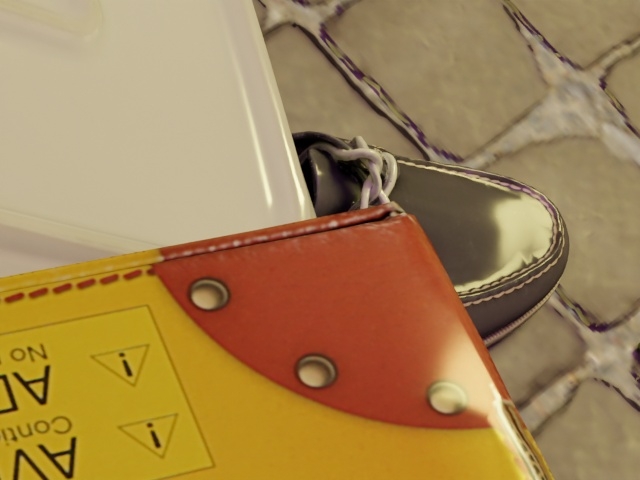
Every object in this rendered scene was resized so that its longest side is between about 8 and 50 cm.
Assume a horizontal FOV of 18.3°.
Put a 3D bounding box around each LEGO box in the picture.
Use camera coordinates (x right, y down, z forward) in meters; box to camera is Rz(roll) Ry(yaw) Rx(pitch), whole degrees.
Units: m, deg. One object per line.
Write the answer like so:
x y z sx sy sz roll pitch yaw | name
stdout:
-0.152 0.228 0.285 0.500 0.193 0.372 -11 53 -20 | LEGO box

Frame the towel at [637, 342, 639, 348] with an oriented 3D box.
0.160 0.053 0.718 0.083 0.009 0.060 46 55 9 | towel

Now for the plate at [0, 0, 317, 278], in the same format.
-0.102 -0.077 0.513 0.277 0.045 0.278 14 50 -45 | plate

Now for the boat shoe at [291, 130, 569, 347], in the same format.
0.000 0.000 0.646 0.206 0.065 0.075 -2 62 -25 | boat shoe
